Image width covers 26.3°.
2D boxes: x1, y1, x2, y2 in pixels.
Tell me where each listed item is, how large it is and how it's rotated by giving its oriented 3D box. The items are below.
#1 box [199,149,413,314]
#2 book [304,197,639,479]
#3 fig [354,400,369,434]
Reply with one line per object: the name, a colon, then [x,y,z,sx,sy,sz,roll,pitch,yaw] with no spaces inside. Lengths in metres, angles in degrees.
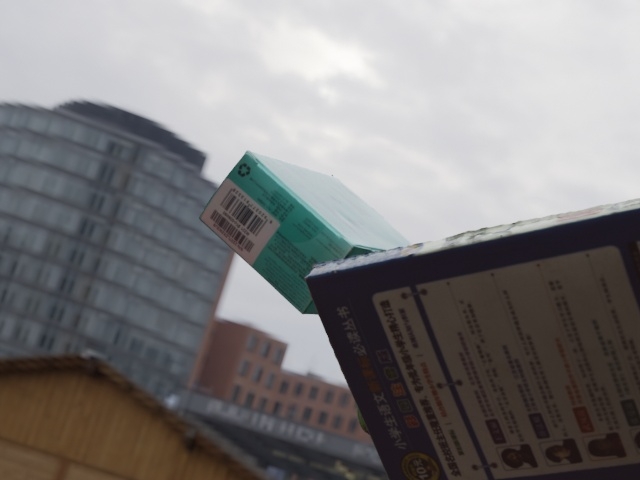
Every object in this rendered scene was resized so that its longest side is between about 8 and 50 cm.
box: [0.000,0.000,1.839,0.205,0.118,0.311,44,13,19]
book: [0.219,0.123,1.373,0.428,0.039,0.300,-12,-70,29]
fig: [0.102,0.221,2.050,0.123,0.156,0.123,10,-47,12]
